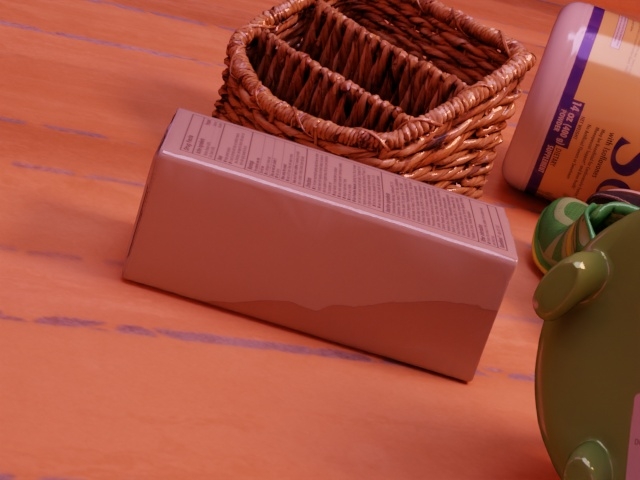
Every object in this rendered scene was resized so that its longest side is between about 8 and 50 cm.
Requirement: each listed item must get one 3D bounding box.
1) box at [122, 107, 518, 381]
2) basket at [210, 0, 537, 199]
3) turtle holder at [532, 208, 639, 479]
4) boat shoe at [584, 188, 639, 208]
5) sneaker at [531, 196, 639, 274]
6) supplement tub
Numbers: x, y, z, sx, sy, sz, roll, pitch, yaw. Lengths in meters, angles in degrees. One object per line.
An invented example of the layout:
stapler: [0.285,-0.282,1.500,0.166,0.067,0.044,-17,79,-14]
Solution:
box: [0.000,0.000,1.339,0.311,0.121,0.148,17,20,-3]
basket: [0.033,-0.156,1.637,0.213,0.223,0.299,0,27,-42]
turtle holder: [0.276,0.078,1.144,0.227,0.243,0.320,23,43,-65]
boat shoe: [0.359,0.008,1.696,0.079,0.084,0.233,4,27,-36]
sneaker: [0.292,0.014,1.558,0.109,0.123,0.295,14,19,-11]
supplement tub: [0.406,-0.124,1.856,0.331,0.241,0.241,20,20,6]
